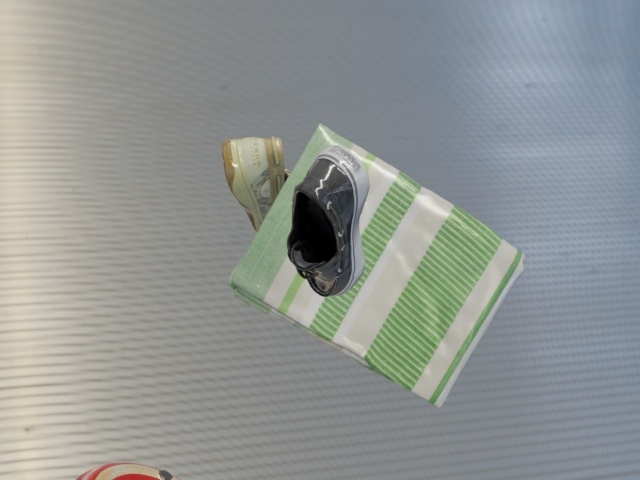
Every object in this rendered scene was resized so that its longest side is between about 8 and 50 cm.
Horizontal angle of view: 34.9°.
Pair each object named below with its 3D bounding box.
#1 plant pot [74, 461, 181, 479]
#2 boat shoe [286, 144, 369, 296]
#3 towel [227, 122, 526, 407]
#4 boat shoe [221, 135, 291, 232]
[{"bbox_3d":[-0.195,0.332,1.001,0.191,0.174,0.191,26,18,-9],"label":"plant pot"},{"bbox_3d":[0.000,0.000,1.031,0.080,0.228,0.076,38,61,16],"label":"boat shoe"},{"bbox_3d":[0.076,0.038,1.319,0.325,0.248,0.038,30,4,-4],"label":"towel"},{"bbox_3d":[-0.068,-0.074,1.508,0.089,0.285,0.104,-14,74,7],"label":"boat shoe"}]
